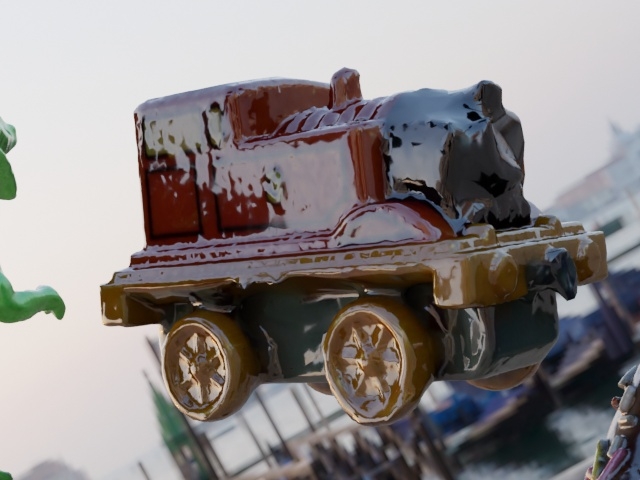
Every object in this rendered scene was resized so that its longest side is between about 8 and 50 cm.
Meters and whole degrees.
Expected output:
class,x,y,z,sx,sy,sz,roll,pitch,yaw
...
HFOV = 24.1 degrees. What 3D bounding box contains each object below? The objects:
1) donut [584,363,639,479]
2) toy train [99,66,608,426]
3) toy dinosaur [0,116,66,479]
class,x,y,z,sx,sy,sz,roll,pitch,yaw
donut,0.232,0.109,0.850,0.270,0.103,0.270,-155,90,-89
toy train,0.000,0.000,1.001,0.369,0.232,0.163,-6,2,41
toy dinosaur,-0.329,-0.012,0.941,0.144,0.375,0.500,-15,-26,21
